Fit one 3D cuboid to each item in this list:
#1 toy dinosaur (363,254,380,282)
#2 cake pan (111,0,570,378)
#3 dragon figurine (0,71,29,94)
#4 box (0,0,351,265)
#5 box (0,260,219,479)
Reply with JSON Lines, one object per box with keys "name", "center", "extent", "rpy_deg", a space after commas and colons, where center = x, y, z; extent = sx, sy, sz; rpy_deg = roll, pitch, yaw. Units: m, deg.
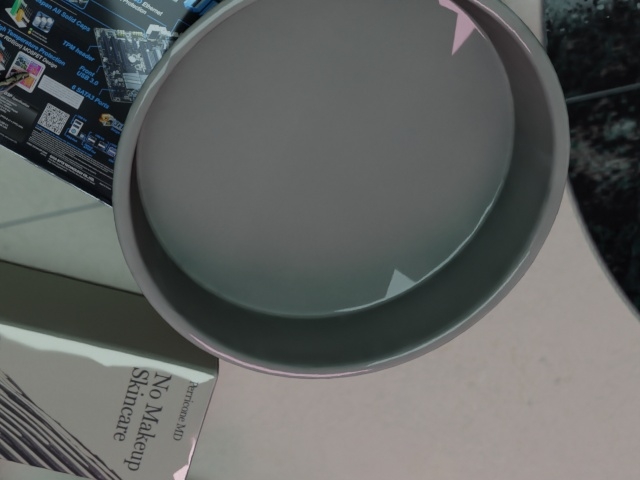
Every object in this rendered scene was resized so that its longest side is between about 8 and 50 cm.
{"name": "toy dinosaur", "center": [0.000, 0.000, 1.122], "extent": [0.093, 0.053, 0.183], "rpy_deg": [9, 105, 9]}
{"name": "cake pan", "center": [0.012, -0.047, 1.015], "extent": [0.293, 0.054, 0.293], "rpy_deg": [-6, 120, -11]}
{"name": "dragon figurine", "center": [-0.295, -0.163, 0.922], "extent": [0.289, 0.085, 0.144], "rpy_deg": [33, 150, -15]}
{"name": "box", "center": [-0.116, -0.110, 1.045], "extent": [0.220, 0.051, 0.175], "rpy_deg": [29, 109, -8]}
{"name": "box", "center": [-0.215, 0.085, 1.110], "extent": [0.275, 0.094, 0.113], "rpy_deg": [13, 112, -9]}
